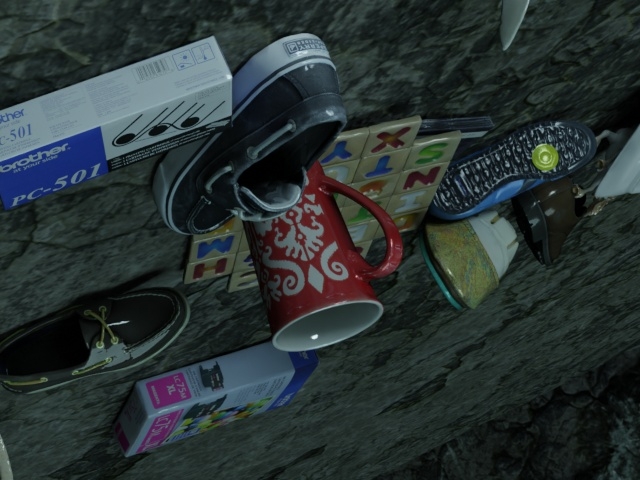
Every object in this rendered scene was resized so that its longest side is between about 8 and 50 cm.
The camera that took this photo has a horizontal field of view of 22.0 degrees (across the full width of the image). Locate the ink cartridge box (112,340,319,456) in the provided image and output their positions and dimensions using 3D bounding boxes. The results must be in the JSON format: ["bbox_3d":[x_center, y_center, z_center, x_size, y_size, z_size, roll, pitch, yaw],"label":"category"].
[{"bbox_3d":[-0.126,0.209,2.313,0.311,0.065,0.186,-18,162,-24],"label":"ink cartridge box"}]

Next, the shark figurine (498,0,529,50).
[{"bbox_3d":[0.277,-0.238,1.431,0.278,0.116,0.166,-11,157,-41],"label":"shark figurine"}]

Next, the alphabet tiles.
[{"bbox_3d":[-0.003,-0.032,1.776,0.285,0.011,0.342,-14,158,-15],"label":"alphabet tiles"}]

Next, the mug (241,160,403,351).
[{"bbox_3d":[-0.001,0.004,1.618,0.150,0.169,0.113,-19,158,-1],"label":"mug"}]

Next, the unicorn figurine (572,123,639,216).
[{"bbox_3d":[0.374,-0.105,2.039,0.111,0.060,0.162,-24,158,-33],"label":"unicorn figurine"}]

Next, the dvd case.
[{"bbox_3d":[0.064,-0.071,1.798,0.164,0.018,0.221,-7,157,-41],"label":"dvd case"}]

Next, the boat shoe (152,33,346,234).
[{"bbox_3d":[-0.061,-0.065,1.500,0.108,0.102,0.301,-10,158,-36],"label":"boat shoe"}]

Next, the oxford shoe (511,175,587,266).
[{"bbox_3d":[0.309,-0.027,2.152,0.096,0.083,0.227,-28,164,-1],"label":"oxford shoe"}]

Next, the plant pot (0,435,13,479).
[{"bbox_3d":[-0.465,0.274,1.681,0.334,0.334,0.305,-22,173,-7],"label":"plant pot"}]

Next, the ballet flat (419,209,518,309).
[{"bbox_3d":[0.185,0.012,1.987,0.123,0.123,0.348,-25,177,4],"label":"ballet flat"}]

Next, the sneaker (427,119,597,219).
[{"bbox_3d":[0.215,-0.083,1.900,0.209,0.069,0.082,-23,177,-5],"label":"sneaker"}]

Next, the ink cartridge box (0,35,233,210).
[{"bbox_3d":[-0.175,-0.096,1.356,0.207,0.046,0.097,-20,161,-11],"label":"ink cartridge box"}]

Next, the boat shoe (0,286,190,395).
[{"bbox_3d":[-0.253,0.109,1.803,0.228,0.081,0.068,-23,167,5],"label":"boat shoe"}]

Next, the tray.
[{"bbox_3d":[0.440,-0.144,1.949,0.145,0.030,0.270,-11,144,-36],"label":"tray"}]
